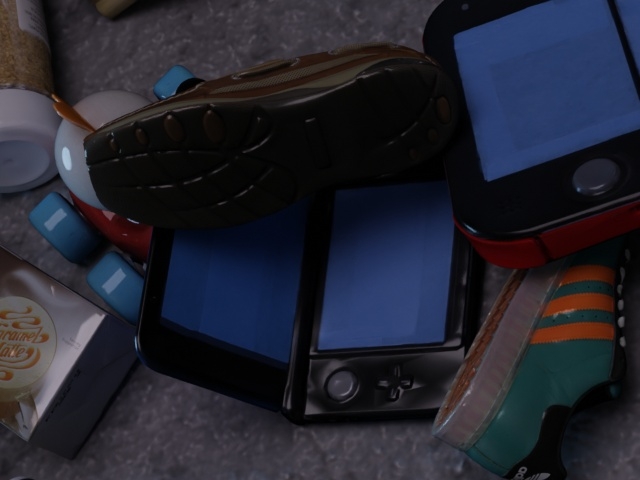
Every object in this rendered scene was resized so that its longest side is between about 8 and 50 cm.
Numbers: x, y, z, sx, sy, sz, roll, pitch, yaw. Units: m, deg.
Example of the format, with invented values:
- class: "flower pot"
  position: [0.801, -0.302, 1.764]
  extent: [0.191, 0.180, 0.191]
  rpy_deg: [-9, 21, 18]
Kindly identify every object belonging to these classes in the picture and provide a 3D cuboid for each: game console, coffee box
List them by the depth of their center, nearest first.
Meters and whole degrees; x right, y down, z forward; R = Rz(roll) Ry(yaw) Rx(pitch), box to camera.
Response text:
- class: "game console"
  position: [0.264, -0.152, 1.563]
  extent: [0.342, 0.060, 0.386]
  rpy_deg: [-22, 38, 14]
- class: "game console"
  position: [0.000, 0.000, 1.606]
  extent: [0.250, 0.173, 0.293]
  rpy_deg: [-6, 63, 24]
- class: "coffee box"
  position: [-0.309, 0.082, 1.727]
  extent: [0.246, 0.098, 0.141]
  rpy_deg: [31, 85, 26]

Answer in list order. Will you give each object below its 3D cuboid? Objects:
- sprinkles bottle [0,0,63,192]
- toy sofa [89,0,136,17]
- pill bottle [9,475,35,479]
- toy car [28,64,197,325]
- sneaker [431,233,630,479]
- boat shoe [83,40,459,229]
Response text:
- class: "sprinkles bottle"
  position: [-0.349, -0.223, 1.922]
  extent: [0.121, 0.121, 0.355]
  rpy_deg: [-22, 56, 13]
- class: "toy sofa"
  position: [-0.196, -0.427, 1.962]
  extent: [0.150, 0.177, 0.362]
  rpy_deg: [-27, 52, 40]
- class: "pill bottle"
  position: [-0.247, 0.268, 1.645]
  extent: [0.116, 0.065, 0.065]
  rpy_deg: [28, 79, 34]
- class: "toy car"
  position: [-0.191, -0.083, 1.700]
  extent: [0.219, 0.238, 0.210]
  rpy_deg: [-46, 55, -3]
- class: "sneaker"
  position: [0.209, 0.076, 1.522]
  extent: [0.121, 0.108, 0.302]
  rpy_deg: [34, 63, -3]
- class: "boat shoe"
  position: [-0.042, -0.097, 1.576]
  extent: [0.324, 0.122, 0.120]
  rpy_deg: [-11, 27, 1]
